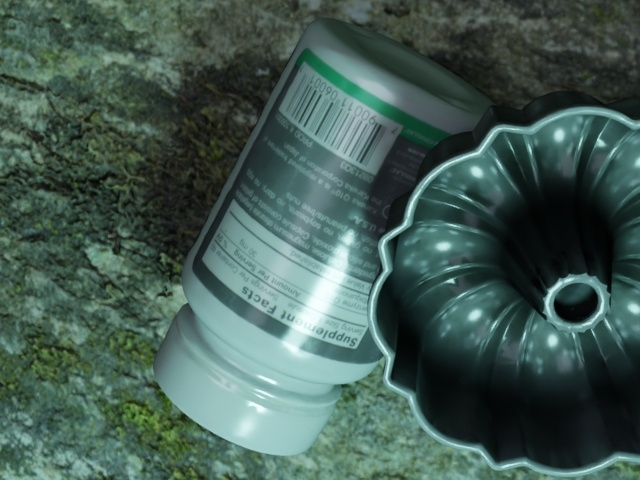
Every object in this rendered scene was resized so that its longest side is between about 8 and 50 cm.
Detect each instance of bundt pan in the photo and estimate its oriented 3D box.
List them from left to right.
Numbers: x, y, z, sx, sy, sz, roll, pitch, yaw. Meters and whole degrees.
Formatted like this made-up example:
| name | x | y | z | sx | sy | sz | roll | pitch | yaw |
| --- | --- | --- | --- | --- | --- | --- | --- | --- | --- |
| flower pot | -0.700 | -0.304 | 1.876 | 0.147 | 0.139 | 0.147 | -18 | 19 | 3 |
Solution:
| name | x | y | z | sx | sy | sz | roll | pitch | yaw |
| --- | --- | --- | --- | --- | --- | --- | --- | --- | --- |
| bundt pan | 0.198 | 0.023 | 1.212 | 0.330 | 0.124 | 0.331 | -1 | 116 | -1 |

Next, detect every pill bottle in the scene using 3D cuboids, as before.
| name | x | y | z | sx | sy | sz | roll | pitch | yaw |
| --- | --- | --- | --- | --- | --- | --- | --- | --- | --- |
| pill bottle | 0.000 | 0.000 | 1.350 | 0.204 | 0.204 | 0.361 | 37 | 109 | 25 |
